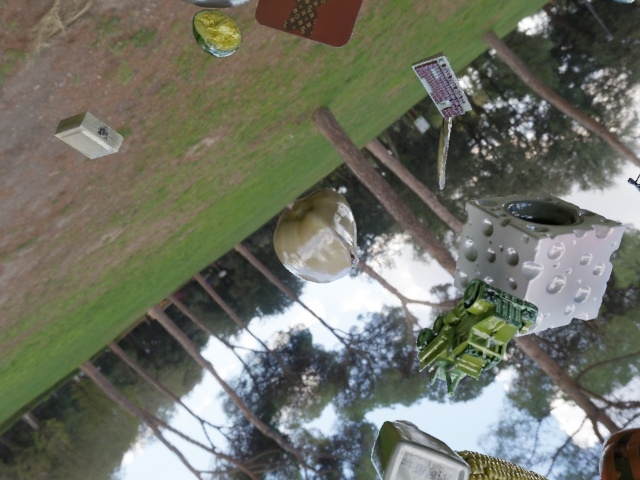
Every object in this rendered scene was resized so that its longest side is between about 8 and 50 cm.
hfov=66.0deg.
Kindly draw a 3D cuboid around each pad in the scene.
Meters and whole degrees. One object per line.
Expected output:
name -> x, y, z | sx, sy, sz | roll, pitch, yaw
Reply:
pad -> -0.027, -0.598, 1.232 | 0.004, 0.267, 0.181 | -10, 120, -74

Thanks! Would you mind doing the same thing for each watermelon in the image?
watermelon -> -0.218, -0.422, 1.022 | 0.105, 0.105, 0.062 | -46, -176, -35

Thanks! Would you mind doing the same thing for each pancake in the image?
pancake -> 0.370, -0.279, 1.478 | 0.250, 0.031, 0.250 | 7, 90, -77

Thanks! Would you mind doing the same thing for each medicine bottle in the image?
medicine bottle -> 0.161, 0.378, 0.856 | 0.188, 0.132, 0.088 | 121, -10, -83

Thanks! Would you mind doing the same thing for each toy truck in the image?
toy truck -> 0.272, 0.190, 0.881 | 0.135, 0.128, 0.260 | -67, -177, -45

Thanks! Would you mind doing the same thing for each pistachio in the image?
pistachio -> 0.000, 0.000, 0.608 | 0.113, 0.113, 0.149 | -42, 149, -4

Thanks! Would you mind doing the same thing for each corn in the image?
corn -> 0.369, 0.524, 1.031 | 0.130, 0.346, 0.130 | -53, -155, 38

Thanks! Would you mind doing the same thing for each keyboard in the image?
keyboard -> 0.203, -0.246, 0.802 | 0.055, 0.017, 0.166 | -14, 158, 27

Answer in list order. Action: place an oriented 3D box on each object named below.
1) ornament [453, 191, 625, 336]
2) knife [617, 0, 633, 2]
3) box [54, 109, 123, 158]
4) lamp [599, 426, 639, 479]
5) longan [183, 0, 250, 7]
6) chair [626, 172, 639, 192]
ornament -> 0.488, 0.041, 1.144 | 0.239, 0.240, 0.239 | -8, -153, -20
knife -> 0.576, -0.489, 0.954 | 0.031, 0.064, 0.222 | -44, -176, 33
box -> -0.405, -0.184, 0.866 | 0.083, 0.079, 0.035 | -6, -118, 30
lamp -> 0.494, 0.362, 0.695 | 0.163, 0.188, 0.188 | -18, -160, 37
longan -> -0.187, -0.574, 0.898 | 0.300, 0.243, 0.300 | -39, 138, -46
chair -> 0.927, -0.133, 1.282 | 0.106, 0.229, 0.113 | -57, -167, -7
